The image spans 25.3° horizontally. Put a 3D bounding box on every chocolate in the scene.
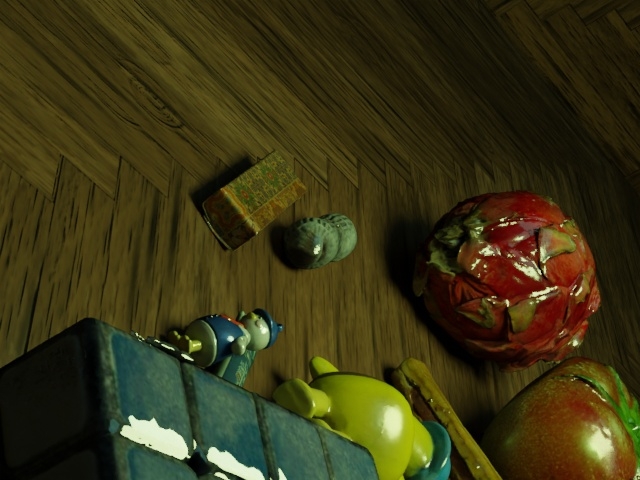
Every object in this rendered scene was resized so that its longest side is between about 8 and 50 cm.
[{"bbox_3d":[0.000,0.000,1.953,0.072,0.072,0.167,61,24,5],"label":"chocolate"}]

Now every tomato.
[{"bbox_3d":[0.363,0.326,2.078,0.303,0.239,0.303,46,24,-28],"label":"tomato"}]

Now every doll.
[{"bbox_3d":[-0.100,0.107,1.594,0.143,0.099,0.057,-7,106,-36],"label":"doll"},{"bbox_3d":[0.058,0.227,1.716,0.363,0.145,0.199,27,34,-63],"label":"doll"}]

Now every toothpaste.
[{"bbox_3d":[-0.101,0.146,1.623,0.197,0.035,0.057,-68,140,-64],"label":"toothpaste"}]

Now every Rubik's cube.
[{"bbox_3d":[-0.146,0.305,0.947,0.344,0.344,0.337,31,36,-46],"label":"Rubik's cube"}]

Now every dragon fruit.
[{"bbox_3d":[0.294,0.058,2.237,0.342,0.277,0.277,49,24,-34],"label":"dragon fruit"}]

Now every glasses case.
[{"bbox_3d":[-0.086,-0.054,1.870,0.075,0.049,0.218,51,23,-3],"label":"glasses case"}]

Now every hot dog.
[{"bbox_3d":[0.184,0.281,1.951,0.088,0.061,0.285,24,29,-54],"label":"hot dog"}]
